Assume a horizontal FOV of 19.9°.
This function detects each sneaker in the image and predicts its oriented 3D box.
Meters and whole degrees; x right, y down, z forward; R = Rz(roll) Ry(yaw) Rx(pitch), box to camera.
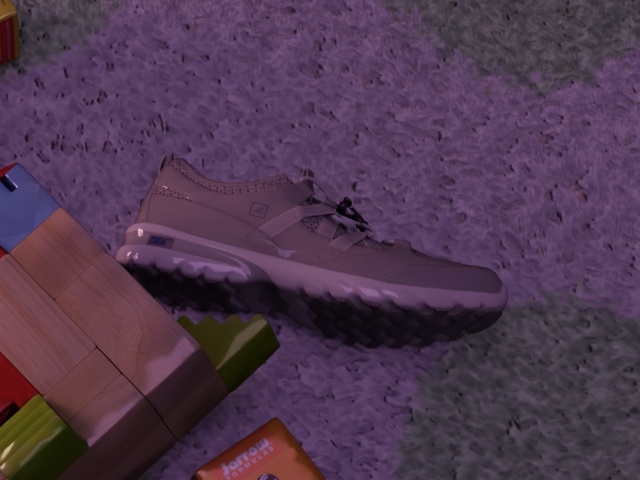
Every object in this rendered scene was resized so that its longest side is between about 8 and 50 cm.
[{"bbox_3d":[0.000,0.000,1.309,0.281,0.105,0.115,12,69,-2],"label":"sneaker"}]

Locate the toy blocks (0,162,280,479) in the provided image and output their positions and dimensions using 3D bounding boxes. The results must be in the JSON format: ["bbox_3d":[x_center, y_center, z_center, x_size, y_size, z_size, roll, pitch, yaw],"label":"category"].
[{"bbox_3d":[-0.258,0.099,1.220,0.381,0.191,0.261,-42,67,-9],"label":"toy blocks"}]

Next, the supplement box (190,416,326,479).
[{"bbox_3d":[0.005,0.238,1.238,0.078,0.080,0.233,-34,75,-19],"label":"supplement box"}]

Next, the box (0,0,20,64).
[{"bbox_3d":[-0.333,-0.120,1.325,0.232,0.087,0.058,-30,78,-17],"label":"box"}]
